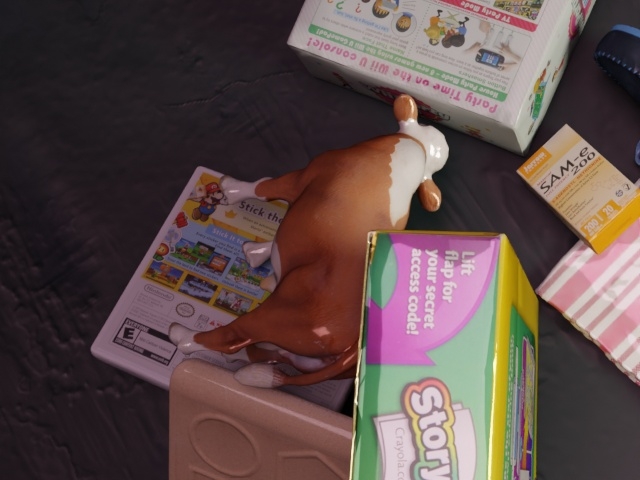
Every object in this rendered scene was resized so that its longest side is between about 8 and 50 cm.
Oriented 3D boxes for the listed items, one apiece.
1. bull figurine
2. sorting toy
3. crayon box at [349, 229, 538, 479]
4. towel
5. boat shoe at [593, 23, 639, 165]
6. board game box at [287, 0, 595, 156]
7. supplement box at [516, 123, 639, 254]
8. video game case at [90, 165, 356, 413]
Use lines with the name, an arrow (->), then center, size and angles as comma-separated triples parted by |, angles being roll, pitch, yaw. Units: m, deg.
bull figurine -> 0.000, 0.000, 1.111 | 0.188, 0.101, 0.310 | -14, 34, 26
sorting toy -> -0.041, 0.208, 1.137 | 0.193, 0.038, 0.208 | 19, 125, 17
crayon box -> 0.096, 0.197, 1.005 | 0.106, 0.313, 0.363 | 2, 80, 15
towel -> 0.299, 0.054, 1.129 | 0.197, 0.029, 0.144 | 43, 91, 18
boat shoe -> 0.322, -0.078, 1.109 | 0.258, 0.109, 0.089 | 42, 95, 20
board game box -> 0.137, -0.259, 1.195 | 0.224, 0.097, 0.303 | 23, 85, 18
supplement box -> 0.224, -0.044, 1.150 | 0.062, 0.036, 0.098 | -44, 57, 3
video game case -> -0.058, 0.056, 1.192 | 0.227, 0.026, 0.206 | 21, 68, 17
